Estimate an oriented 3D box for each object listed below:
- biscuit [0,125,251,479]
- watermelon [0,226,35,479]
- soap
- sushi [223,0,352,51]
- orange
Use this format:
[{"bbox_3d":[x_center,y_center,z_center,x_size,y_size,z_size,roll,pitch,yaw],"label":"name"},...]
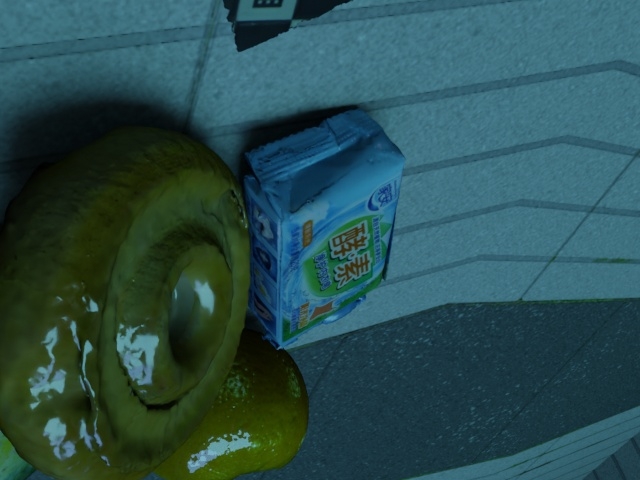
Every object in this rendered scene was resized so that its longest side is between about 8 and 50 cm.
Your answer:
[{"bbox_3d":[-0.140,0.055,0.632,0.102,0.296,0.296,12,153,20],"label":"biscuit"},{"bbox_3d":[-0.291,0.093,0.713,0.213,0.201,0.261,-52,-179,32],"label":"watermelon"},{"bbox_3d":[0.000,0.000,0.805,0.156,0.077,0.293,-30,150,-21],"label":"soap"},{"bbox_3d":[0.038,-0.267,0.517,0.264,0.050,0.290,-25,147,-5],"label":"sushi"},{"bbox_3d":[-0.107,0.190,0.913,0.237,0.179,0.158,14,131,-45],"label":"orange"}]
